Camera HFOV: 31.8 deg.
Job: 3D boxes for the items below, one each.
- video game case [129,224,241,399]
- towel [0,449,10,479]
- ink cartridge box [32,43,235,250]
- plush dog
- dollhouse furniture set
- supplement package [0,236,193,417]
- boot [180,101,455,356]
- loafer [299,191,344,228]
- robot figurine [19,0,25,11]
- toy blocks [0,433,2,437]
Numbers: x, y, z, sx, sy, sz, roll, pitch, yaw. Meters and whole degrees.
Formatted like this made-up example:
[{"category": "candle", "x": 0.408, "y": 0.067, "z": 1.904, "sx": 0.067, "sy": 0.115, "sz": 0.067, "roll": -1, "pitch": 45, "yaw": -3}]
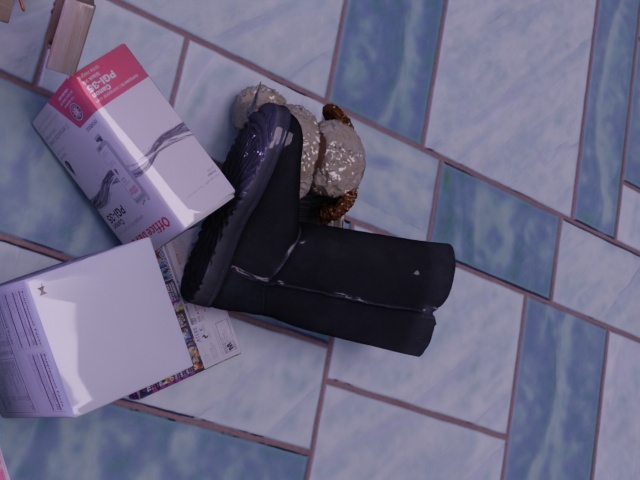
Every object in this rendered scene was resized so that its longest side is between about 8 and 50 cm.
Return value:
[{"category": "video game case", "x": -0.255, "y": 0.115, "z": 1.838, "sx": 0.210, "sy": 0.042, "sz": 0.232, "roll": -23, "pitch": 96, "yaw": -37}, {"category": "towel", "x": -0.533, "y": 0.303, "z": 1.539, "sx": 0.197, "sy": 0.029, "sz": 0.144, "roll": -14, "pitch": 88, "yaw": -38}, {"category": "ink cartridge box", "x": -0.289, "y": -0.128, "z": 1.724, "sx": 0.117, "sy": 0.207, "sz": 0.283, "roll": -40, "pitch": 97, "yaw": -33}, {"category": "plush dog", "x": -0.027, "y": -0.151, "z": 1.931, "sx": 0.225, "sy": 0.210, "sz": 0.263, "roll": 8, "pitch": 76, "yaw": -22}, {"category": "dollhouse furniture set", "x": -0.453, "y": -0.341, "z": 1.595, "sx": 0.242, "sy": 0.161, "sz": 0.212, "roll": 14, "pitch": 113, "yaw": -19}, {"category": "supplement package", "x": -0.356, "y": 0.131, "z": 1.621, "sx": 0.199, "sy": 0.262, "sz": 0.198, "roll": -21, "pitch": 95, "yaw": -36}, {"category": "boot", "x": 0.039, "y": -0.005, "z": 1.849, "sx": 0.445, "sy": 0.146, "sz": 0.367, "roll": 16, "pitch": 116, "yaw": -24}, {"category": "loafer", "x": 0.000, "y": 0.000, "z": 2.031, "sx": 0.087, "sy": 0.094, "sz": 0.251, "roll": 18, "pitch": 74, "yaw": -63}, {"category": "robot figurine", "x": -0.503, "y": -0.455, "z": 1.695, "sx": 0.219, "sy": 0.128, "sz": 0.158, "roll": 44, "pitch": 25, "yaw": -23}, {"category": "toy blocks", "x": -0.532, "y": 0.313, "z": 1.591, "sx": 0.123, "sy": 0.054, "sz": 0.148, "roll": 41, "pitch": 59, "yaw": -22}]
